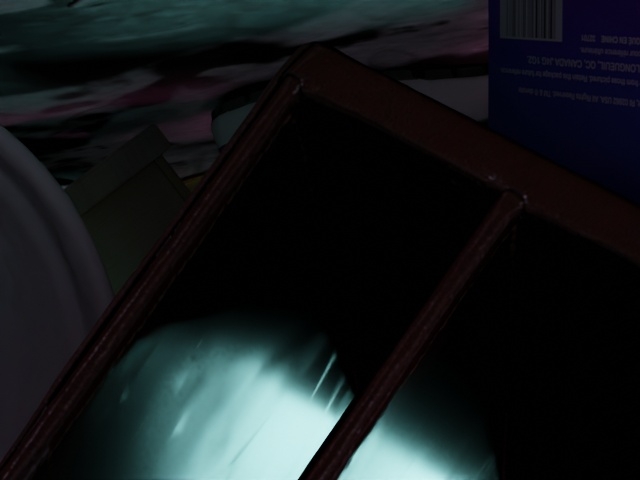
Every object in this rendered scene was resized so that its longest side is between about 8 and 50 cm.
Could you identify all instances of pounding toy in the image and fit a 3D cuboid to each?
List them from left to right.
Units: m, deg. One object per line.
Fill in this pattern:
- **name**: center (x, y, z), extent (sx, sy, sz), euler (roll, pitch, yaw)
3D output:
- **pounding toy**: center (-0.137, -0.007, 0.696), extent (0.154, 0.155, 0.269), euler (-38, -173, -2)

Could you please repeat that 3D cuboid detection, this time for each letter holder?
- **letter holder**: center (0.014, 0.122, 0.493), extent (0.152, 0.214, 0.302), euler (30, 160, 19)

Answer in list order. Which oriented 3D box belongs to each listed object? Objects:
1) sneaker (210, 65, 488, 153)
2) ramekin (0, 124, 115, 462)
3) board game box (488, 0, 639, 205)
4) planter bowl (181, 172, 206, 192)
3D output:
- **sneaker**: center (0.090, -0.015, 0.692), extent (0.283, 0.124, 0.107), euler (-8, 176, -20)
- **ramekin**: center (-0.175, 0.047, 0.462), extent (0.207, 0.207, 0.109), euler (-7, -176, -32)
- **board game box**: center (0.238, -0.039, 0.369), extent (0.233, 0.078, 0.347), euler (-7, -167, -29)
- **planter bowl**: center (0.000, 0.000, 0.948), extent (0.217, 0.090, 0.217), euler (-10, 175, -1)
